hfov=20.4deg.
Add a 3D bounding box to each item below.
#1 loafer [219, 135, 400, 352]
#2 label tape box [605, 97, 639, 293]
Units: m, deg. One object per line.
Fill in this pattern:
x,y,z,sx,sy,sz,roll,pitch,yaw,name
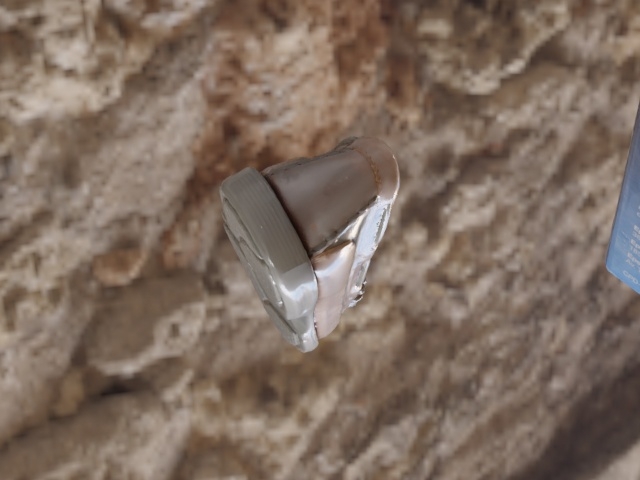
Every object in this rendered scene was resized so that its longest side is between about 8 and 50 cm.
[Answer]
0.000,0.000,0.451,0.039,0.125,0.045,-29,-95,-4,loafer
0.288,-0.034,0.929,0.240,0.334,0.106,37,-113,21,label tape box
